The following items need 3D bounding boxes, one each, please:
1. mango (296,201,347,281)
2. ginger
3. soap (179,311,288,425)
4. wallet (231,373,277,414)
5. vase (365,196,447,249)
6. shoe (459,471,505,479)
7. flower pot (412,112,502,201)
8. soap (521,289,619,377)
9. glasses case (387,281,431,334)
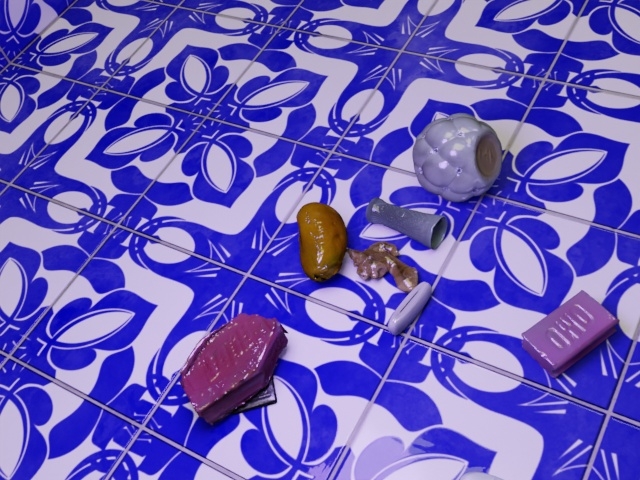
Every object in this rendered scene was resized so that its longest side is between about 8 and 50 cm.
[{"bbox_3d":[0.000,0.000,2.008,0.151,0.156,0.248,-23,43,23],"label":"mango"},{"bbox_3d":[0.171,0.078,1.980,0.133,0.059,0.214,-25,53,-16],"label":"ginger"},{"bbox_3d":[-0.207,0.300,1.839,0.289,0.112,0.182,-34,55,-8],"label":"soap"},{"bbox_3d":[-0.188,0.321,1.901,0.124,0.025,0.244,-17,53,5],"label":"wallet"},{"bbox_3d":[0.232,-0.054,2.045,0.219,0.096,0.096,22,61,31],"label":"vase"},{"bbox_3d":[0.406,0.551,1.525,0.265,0.110,0.095,28,65,27],"label":"shoe"},{"bbox_3d":[0.380,-0.227,2.041,0.195,0.246,0.246,4,50,47],"label":"flower pot"},{"bbox_3d":[0.589,0.220,1.759,0.203,0.065,0.122,-33,53,-13],"label":"soap"},{"bbox_3d":[0.228,0.173,1.887,0.041,0.063,0.164,30,66,32],"label":"glasses case"}]
